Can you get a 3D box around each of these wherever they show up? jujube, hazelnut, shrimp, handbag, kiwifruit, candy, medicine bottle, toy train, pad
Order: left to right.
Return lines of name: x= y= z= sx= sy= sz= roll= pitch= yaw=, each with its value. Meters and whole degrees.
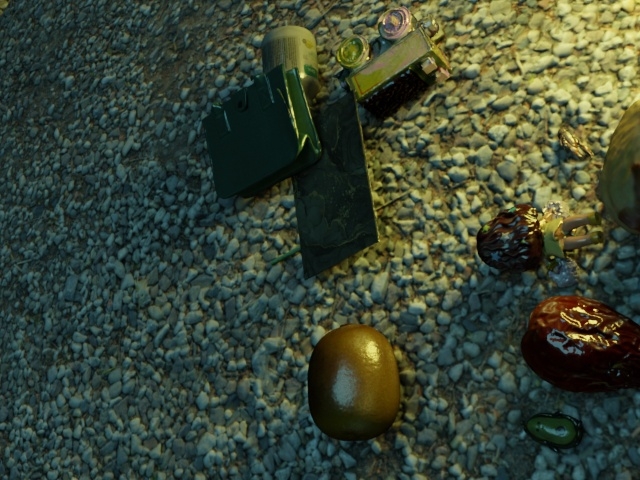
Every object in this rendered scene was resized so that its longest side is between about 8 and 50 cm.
handbag: x=-0.150 y=-0.245 z=1.855 sx=0.326 sy=0.089 sz=0.239 roll=-24 pitch=79 yaw=45
medicine bottle: x=-0.071 y=-0.393 z=1.906 sx=0.135 sy=0.135 sz=0.215 roll=-13 pitch=74 yaw=29
candy: x=0.000 y=0.000 z=1.795 sx=0.305 sy=0.091 sz=0.083 roll=-29 pitch=28 yaw=34
pad: x=0.018 y=-0.122 z=1.742 sx=0.247 sy=0.007 sz=0.368 roll=-29 pitch=60 yaw=43
kiwifruit: x=0.066 y=0.280 z=1.585 sx=0.196 sy=0.196 sz=0.234 roll=-20 pitch=62 yaw=26
toy train: x=0.156 y=-0.399 z=1.768 sx=0.261 sy=0.134 sz=0.177 roll=-31 pitch=61 yaw=21
handbag: x=0.418 y=0.344 z=1.427 sx=0.111 sy=0.047 sz=0.072 roll=3 pitch=76 yaw=31
shrimp: x=0.493 y=-0.187 z=1.549 sx=0.092 sy=0.038 sz=0.029 roll=46 pitch=144 yaw=33
jujube: x=0.475 y=0.188 z=1.385 sx=0.236 sy=0.168 sz=0.168 roll=13 pitch=82 yaw=19
hazelnut: x=0.601 y=-0.137 z=1.345 sx=0.261 sy=0.241 sz=0.261 roll=-36 pitch=34 yaw=29

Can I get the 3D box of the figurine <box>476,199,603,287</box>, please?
figurine: x=0.413 y=-0.002 z=1.494 sx=0.240 sy=0.116 sz=0.175 roll=-8 pitch=72 yaw=30
